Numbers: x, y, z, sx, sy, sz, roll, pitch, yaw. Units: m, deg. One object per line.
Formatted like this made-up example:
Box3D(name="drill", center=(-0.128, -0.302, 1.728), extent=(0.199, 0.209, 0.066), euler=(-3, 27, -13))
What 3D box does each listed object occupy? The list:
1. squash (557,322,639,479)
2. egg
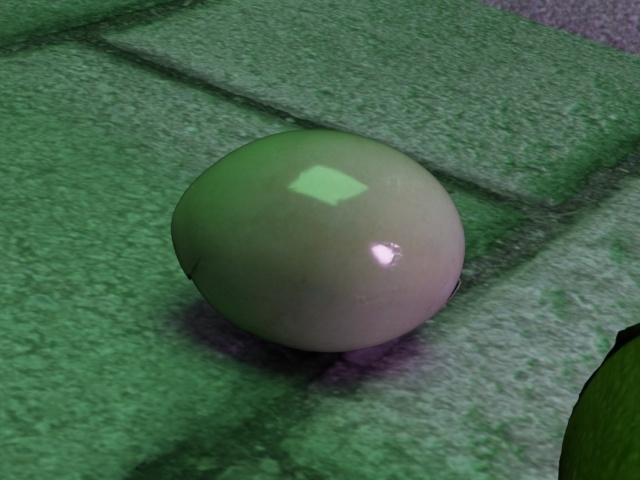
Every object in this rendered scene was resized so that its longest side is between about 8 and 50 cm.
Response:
Box3D(name="squash", center=(0.236, 0.235, 0.806), extent=(0.310, 0.310, 0.309), euler=(20, 40, 17))
Box3D(name="egg", center=(0.000, 0.000, 1.247), extent=(0.253, 0.187, 0.186), euler=(10, 25, -12))
